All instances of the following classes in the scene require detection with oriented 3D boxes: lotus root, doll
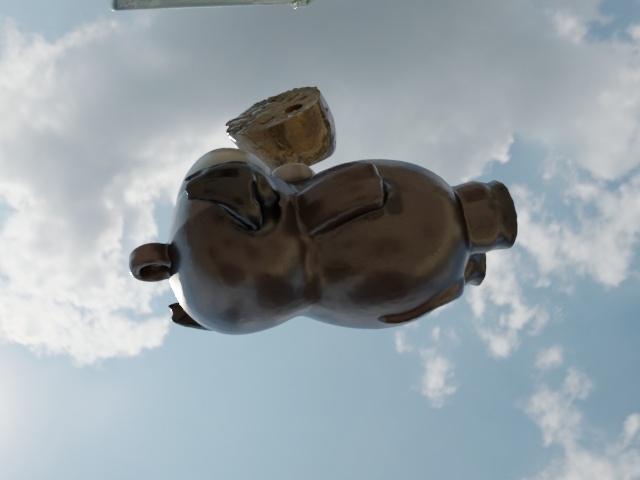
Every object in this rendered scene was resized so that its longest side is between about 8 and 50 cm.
[{"bbox_3d":[-0.044,-0.125,0.863,0.122,0.112,0.081,-14,-70,13],"label":"lotus root"},{"bbox_3d":[0.002,0.002,0.502,0.257,0.182,0.117,0,-124,-13],"label":"doll"}]

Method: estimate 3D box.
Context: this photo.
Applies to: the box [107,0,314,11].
[{"bbox_3d":[-0.148,-0.498,1.083,0.344,0.352,0.177,-11,-103,-20],"label":"box"}]
